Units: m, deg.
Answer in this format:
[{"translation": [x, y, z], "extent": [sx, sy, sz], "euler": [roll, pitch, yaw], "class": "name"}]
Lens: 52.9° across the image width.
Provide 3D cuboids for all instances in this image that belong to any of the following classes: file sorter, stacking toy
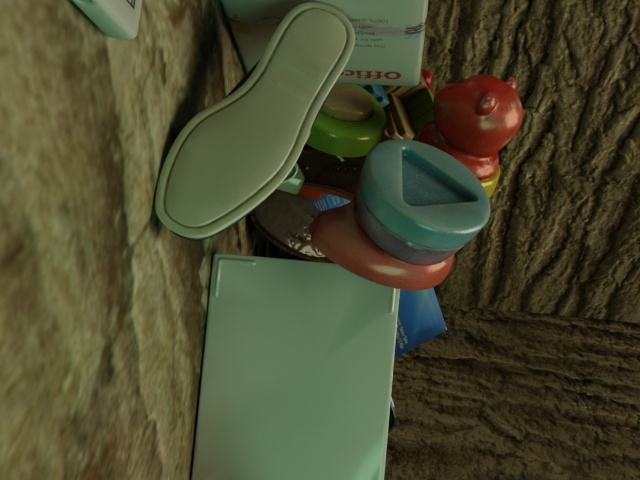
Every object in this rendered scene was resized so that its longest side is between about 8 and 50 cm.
[{"translation": [-0.021, 0.163, 0.729], "extent": [0.173, 0.193, 0.277], "euler": [45, 50, -85], "class": "file sorter"}, {"translation": [0.074, -0.116, 0.693], "extent": [0.309, 0.279, 0.130], "euler": [-55, 173, -48], "class": "stacking toy"}]

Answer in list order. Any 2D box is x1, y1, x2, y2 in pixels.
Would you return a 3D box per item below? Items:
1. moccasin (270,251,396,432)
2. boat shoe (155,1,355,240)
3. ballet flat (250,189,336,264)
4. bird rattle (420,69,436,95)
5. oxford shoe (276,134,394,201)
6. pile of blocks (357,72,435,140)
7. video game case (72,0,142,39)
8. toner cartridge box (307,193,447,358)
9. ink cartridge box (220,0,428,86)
[{"translation": [0.035, 0.151, 0.926], "extent": [0.342, 0.138, 0.117], "euler": [53, -4, -34], "class": "moccasin"}, {"translation": [-0.055, -0.099, 0.560], "extent": [0.254, 0.095, 0.079], "euler": [-64, -178, -23], "class": "boat shoe"}, {"translation": [0.000, 0.000, 0.874], "extent": [0.250, 0.058, 0.084], "euler": [20, 63, -38], "class": "ballet flat"}, {"translation": [0.086, -0.263, 1.160], "extent": [0.143, 0.253, 0.207], "euler": [-12, 147, -54], "class": "bird rattle"}, {"translation": [0.059, -0.105, 0.834], "extent": [0.097, 0.271, 0.098], "euler": [-82, 173, -47], "class": "oxford shoe"}, {"translation": [0.107, -0.231, 0.942], "extent": [0.362, 0.113, 0.149], "euler": [42, 32, -27], "class": "pile of blocks"}, {"translation": [-0.122, -0.233, 0.318], "extent": [0.183, 0.023, 0.201], "euler": [48, 48, -81], "class": "video game case"}, {"translation": [0.073, 0.037, 1.013], "extent": [0.075, 0.165, 0.347], "euler": [49, -15, 58], "class": "toner cartridge box"}, {"translation": [0.011, -0.303, 0.623], "extent": [0.270, 0.198, 0.197], "euler": [74, 21, -73], "class": "ink cartridge box"}]
